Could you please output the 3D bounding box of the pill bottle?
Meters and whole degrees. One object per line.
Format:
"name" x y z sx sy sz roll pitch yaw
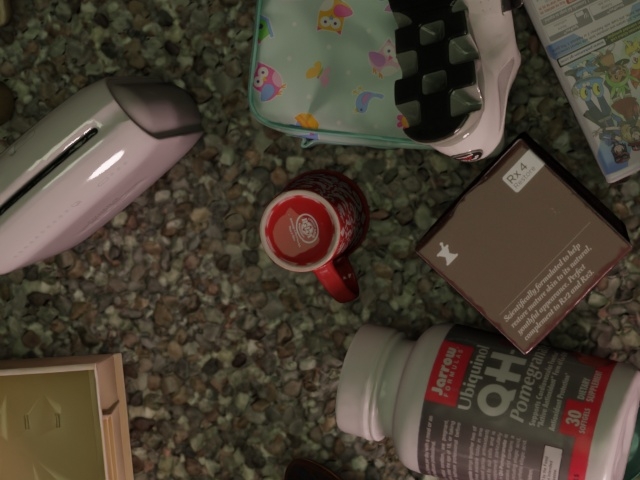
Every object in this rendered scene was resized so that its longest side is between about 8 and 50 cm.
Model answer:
"pill bottle" 0.187 0.191 1.810 0.318 0.176 0.176 12 98 17

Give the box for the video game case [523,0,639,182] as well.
"video game case" 0.399 -0.264 1.747 0.329 0.036 0.300 -25 94 9

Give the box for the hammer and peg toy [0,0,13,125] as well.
"hammer and peg toy" -0.502 -0.297 1.893 0.266 0.127 0.361 -10 95 9

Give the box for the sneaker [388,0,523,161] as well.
"sneaker" 0.149 -0.239 1.715 0.122 0.146 0.330 -6 73 33

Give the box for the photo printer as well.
"photo printer" -0.270 -0.077 1.793 0.256 0.307 0.107 -39 89 10

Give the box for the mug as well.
"mug" 0.004 -0.009 1.829 0.150 0.169 0.113 39 99 3

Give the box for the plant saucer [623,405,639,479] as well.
"plant saucer" 0.329 0.230 1.881 0.119 0.021 0.119 1 97 8

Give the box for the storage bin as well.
"storage bin" -0.368 0.273 1.939 0.262 0.123 0.260 -4 95 8

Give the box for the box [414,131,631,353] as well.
"box" 0.225 -0.003 1.780 0.167 0.203 0.168 44 101 1

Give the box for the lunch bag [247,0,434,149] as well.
"lunch bag" 0.054 -0.209 1.831 0.279 0.108 0.224 7 98 8

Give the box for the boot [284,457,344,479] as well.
"boot" 0.055 0.335 1.915 0.219 0.106 0.082 39 106 31
